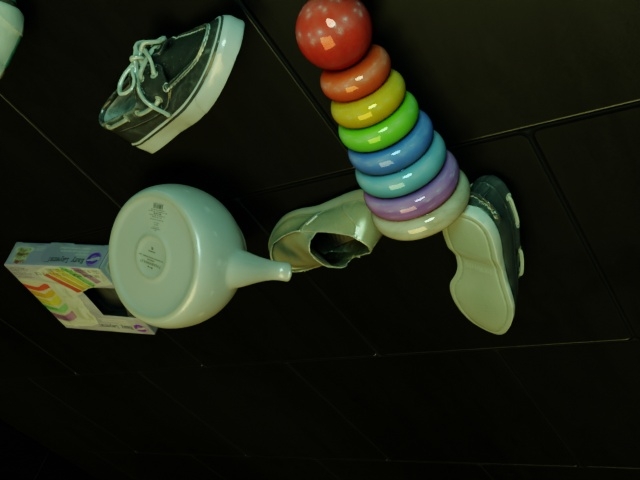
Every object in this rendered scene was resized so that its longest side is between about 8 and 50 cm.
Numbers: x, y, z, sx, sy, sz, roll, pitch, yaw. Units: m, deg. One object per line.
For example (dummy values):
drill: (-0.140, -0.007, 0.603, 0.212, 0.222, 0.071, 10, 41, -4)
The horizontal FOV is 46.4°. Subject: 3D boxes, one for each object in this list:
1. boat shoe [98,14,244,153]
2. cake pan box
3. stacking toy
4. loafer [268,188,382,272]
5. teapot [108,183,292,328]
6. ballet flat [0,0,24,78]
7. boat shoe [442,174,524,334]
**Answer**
boat shoe: (-0.209, -0.214, 0.986, 0.105, 0.113, 0.306, 22, 157, -29)
cake pan box: (-0.492, 0.104, 1.590, 0.267, 0.070, 0.245, 2, 143, 23)
stacking toy: (0.073, -0.158, 0.927, 0.141, 0.141, 0.330, -5, 132, 31)
loafer: (0.000, 0.000, 1.191, 0.102, 0.092, 0.268, 36, 142, -23)
teapot: (-0.218, 0.024, 1.252, 0.252, 0.256, 0.187, -40, 160, 29)
ballet flat: (-0.598, -0.282, 0.963, 0.400, 0.139, 0.139, 6, 147, -12)
boat shoe: (0.254, 0.031, 1.112, 0.114, 0.091, 0.302, 25, 152, 28)
